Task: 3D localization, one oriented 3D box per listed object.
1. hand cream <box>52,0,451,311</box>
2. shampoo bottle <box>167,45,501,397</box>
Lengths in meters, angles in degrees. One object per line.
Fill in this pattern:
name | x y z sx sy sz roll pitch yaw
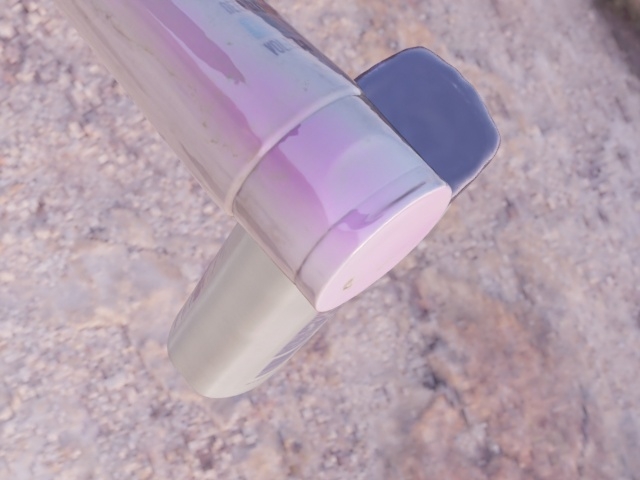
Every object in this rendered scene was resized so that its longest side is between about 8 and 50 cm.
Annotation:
hand cream | -0.074 -0.110 0.505 0.312 0.070 0.111 49 25 13
shampoo bottle | 0.000 0.000 0.714 0.134 0.359 0.078 -38 85 -24
